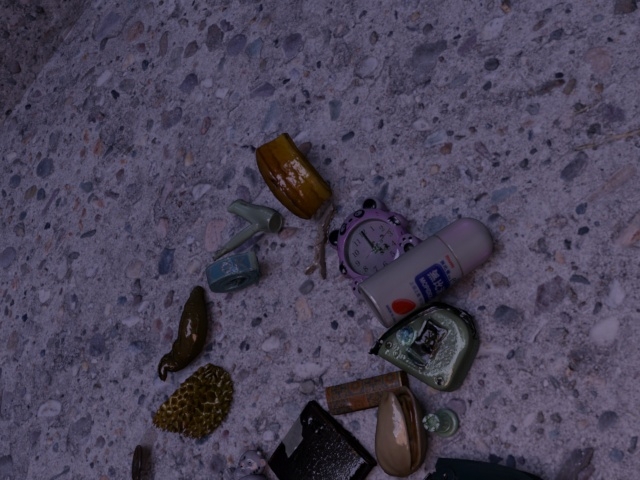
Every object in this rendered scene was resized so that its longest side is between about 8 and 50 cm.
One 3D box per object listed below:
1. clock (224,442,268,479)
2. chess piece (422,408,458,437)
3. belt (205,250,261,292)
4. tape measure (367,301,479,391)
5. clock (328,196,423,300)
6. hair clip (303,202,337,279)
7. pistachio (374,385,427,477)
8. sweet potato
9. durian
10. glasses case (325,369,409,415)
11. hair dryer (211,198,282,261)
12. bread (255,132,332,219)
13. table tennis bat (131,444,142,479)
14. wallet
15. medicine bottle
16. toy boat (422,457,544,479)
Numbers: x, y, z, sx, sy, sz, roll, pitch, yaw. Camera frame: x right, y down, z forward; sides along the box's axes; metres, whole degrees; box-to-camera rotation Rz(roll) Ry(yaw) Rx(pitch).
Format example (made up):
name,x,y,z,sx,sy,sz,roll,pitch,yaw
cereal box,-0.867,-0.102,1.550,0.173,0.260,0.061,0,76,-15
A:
name,x,y,z,sx,sy,sz,roll,pitch,yaw
clock,-0.177,0.644,1.771,0.117,0.080,0.176,-53,44,8
chess piece,0.278,0.428,1.545,0.067,0.103,0.067,-9,72,29
belt,-0.258,0.094,1.954,0.163,0.147,0.082,-13,69,-2
tape measure,0.257,0.238,1.609,0.235,0.115,0.207,26,93,35
clock,0.145,0.021,1.757,0.227,0.090,0.248,-43,57,14
hair clip,0.000,0.000,1.884,0.072,0.034,0.226,2,77,33
pistachio,0.188,0.459,1.564,0.152,0.126,0.223,-150,56,-68
sweet potato,-0.403,0.291,2.015,0.124,0.098,0.310,12,79,41
durian,-0.363,0.489,1.928,0.186,0.154,0.260,29,101,10
glasses case,0.120,0.391,1.686,0.218,0.049,0.075,-19,67,26
hair dryer,-0.254,-0.026,1.980,0.206,0.075,0.237,20,57,40
bread,-0.083,-0.182,1.894,0.143,0.195,0.269,-39,62,5
table tennis bat,-0.509,0.707,2.012,0.170,0.119,0.107,-112,39,-51
wallet,-0.005,0.575,1.704,0.262,0.071,0.221,38,98,41
medicine bottle,0.264,0.067,1.591,0.341,0.130,0.130,-33,58,-8
toy boat,0.378,0.548,1.435,0.296,0.122,0.114,-6,54,40
